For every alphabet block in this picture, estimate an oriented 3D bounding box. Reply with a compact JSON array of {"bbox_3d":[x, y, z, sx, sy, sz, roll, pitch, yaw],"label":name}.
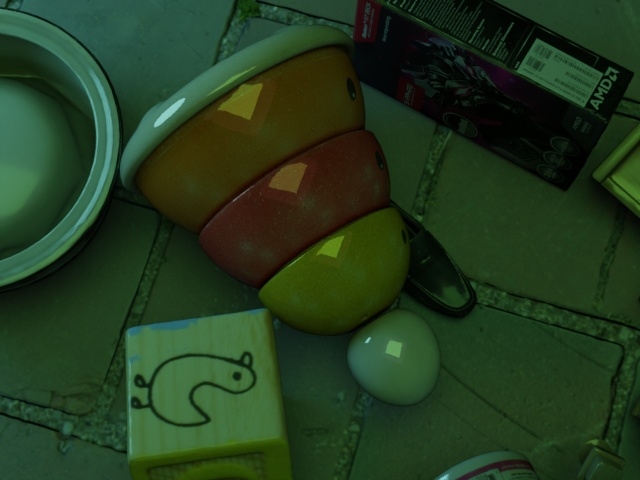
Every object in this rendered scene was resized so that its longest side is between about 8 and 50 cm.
[{"bbox_3d":[-0.136,0.227,1.479,0.192,0.193,0.197,-9,48,-2],"label":"alphabet block"}]

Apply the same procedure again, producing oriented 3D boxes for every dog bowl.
[{"bbox_3d":[-0.462,-0.106,1.635,0.408,0.150,0.407,0,74,-1],"label":"dog bowl"}]

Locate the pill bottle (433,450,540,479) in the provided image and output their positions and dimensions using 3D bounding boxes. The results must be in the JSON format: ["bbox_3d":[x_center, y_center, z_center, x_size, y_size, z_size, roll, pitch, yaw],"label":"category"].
[{"bbox_3d":[0.230,0.400,1.372,0.160,0.160,0.283,-22,57,-7],"label":"pill bottle"}]

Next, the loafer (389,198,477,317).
[{"bbox_3d":[0.125,0.018,1.635,0.076,0.078,0.223,-42,78,-12],"label":"loafer"}]

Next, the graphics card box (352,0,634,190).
[{"bbox_3d":[0.218,-0.228,1.632,0.371,0.233,0.094,29,71,7],"label":"graphics card box"}]

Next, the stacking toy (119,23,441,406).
[{"bbox_3d":[0.000,0.000,1.529,0.351,0.350,0.479,-32,84,-9],"label":"stacking toy"}]

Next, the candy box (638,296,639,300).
[{"bbox_3d":[0.502,0.134,1.583,0.053,0.109,0.186,-25,76,-7],"label":"candy box"}]

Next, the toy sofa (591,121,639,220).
[{"bbox_3d":[0.552,-0.023,1.632,0.362,0.177,0.150,44,102,12],"label":"toy sofa"}]

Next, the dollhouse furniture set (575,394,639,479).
[{"bbox_3d":[0.420,0.393,1.543,0.303,0.174,0.355,25,104,-6],"label":"dollhouse furniture set"}]
